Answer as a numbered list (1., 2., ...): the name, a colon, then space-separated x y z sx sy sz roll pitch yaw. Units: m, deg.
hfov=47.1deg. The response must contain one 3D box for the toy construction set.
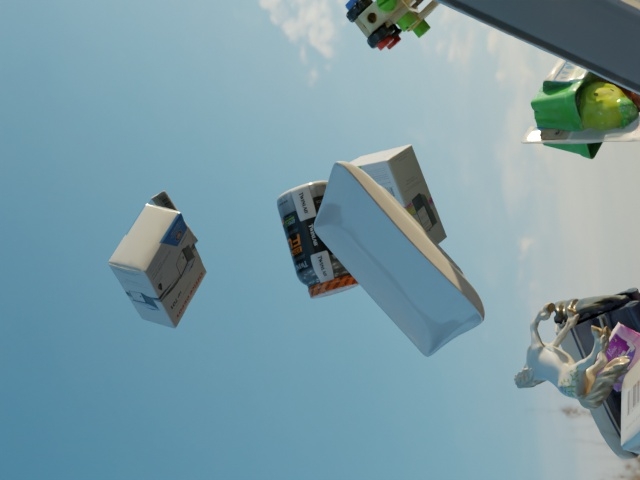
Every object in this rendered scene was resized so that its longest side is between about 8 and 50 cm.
1. toy construction set: 0.147 -0.422 1.204 0.151 0.215 0.328 55 -160 11

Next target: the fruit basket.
1. fruit basket: 0.595 -0.289 1.383 0.327 0.353 0.165 -50 -59 -32

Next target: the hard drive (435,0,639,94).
1. hard drive: 0.140 -0.190 0.514 0.203 0.040 0.307 22 -151 -6

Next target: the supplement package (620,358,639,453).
1. supplement package: 0.476 0.214 0.896 0.105 0.179 0.105 95 -169 -53

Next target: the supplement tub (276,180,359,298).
1. supplement tub: 0.000 0.000 1.296 0.117 0.117 0.190 2 -111 -60

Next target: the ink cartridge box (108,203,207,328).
1. ink cartridge box: -0.291 0.049 1.337 0.190 0.082 0.139 76 -148 -52

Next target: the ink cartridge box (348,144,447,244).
1. ink cartridge box: 0.209 -0.068 2.030 0.119 0.207 0.353 -34 -72 -38

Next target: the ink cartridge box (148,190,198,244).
1. ink cartridge box: -0.363 -0.029 1.767 0.045 0.179 0.145 -34 -89 -21

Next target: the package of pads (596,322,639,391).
1. package of pads: 0.405 0.158 0.998 0.083 0.050 0.032 -61 -20 13

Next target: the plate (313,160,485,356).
1. plate: 0.106 0.029 1.049 0.045 0.277 0.278 -39 -100 -17

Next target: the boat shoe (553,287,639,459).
1. boat shoe: 0.556 0.243 1.322 0.340 0.158 0.127 60 -151 -16

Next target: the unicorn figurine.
1. unicorn figurine: 0.255 0.128 0.790 0.162 0.060 0.111 -119 46 -74
